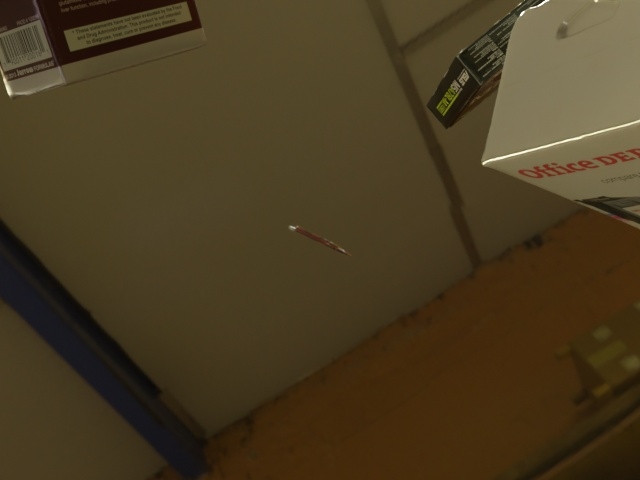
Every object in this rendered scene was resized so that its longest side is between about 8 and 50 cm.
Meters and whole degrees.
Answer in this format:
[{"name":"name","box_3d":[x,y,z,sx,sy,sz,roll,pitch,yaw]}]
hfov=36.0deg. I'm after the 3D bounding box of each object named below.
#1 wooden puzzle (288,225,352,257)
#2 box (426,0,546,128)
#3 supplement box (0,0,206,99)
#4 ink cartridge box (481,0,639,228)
[{"name":"wooden puzzle","box_3d":[0.000,0.000,1.110,0.006,0.083,0.049,-65,-15,0]},{"name":"box","box_3d":[0.208,-0.209,1.039,0.190,0.184,0.045,-39,-92,-8]},{"name":"supplement box","box_3d":[-0.175,-0.228,0.651,0.130,0.073,0.240,-28,-72,-45]},{"name":"ink cartridge box","box_3d":[0.307,-0.074,0.709,0.306,0.226,0.131,18,-100,-19]}]
